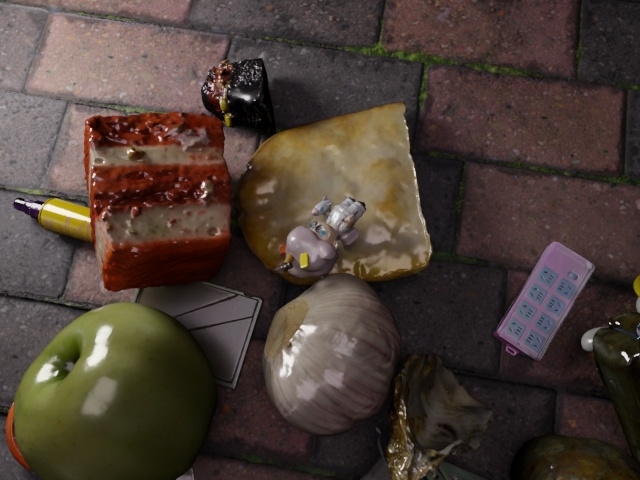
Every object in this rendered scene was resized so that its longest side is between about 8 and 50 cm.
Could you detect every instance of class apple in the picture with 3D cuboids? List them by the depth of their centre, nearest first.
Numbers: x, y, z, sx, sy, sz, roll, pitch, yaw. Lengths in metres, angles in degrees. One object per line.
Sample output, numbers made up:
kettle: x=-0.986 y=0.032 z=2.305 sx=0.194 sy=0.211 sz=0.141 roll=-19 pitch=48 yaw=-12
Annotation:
apple: x=-0.373 y=0.300 z=1.029 sx=0.356 sy=0.357 sz=0.358 roll=0 pitch=76 yaw=1

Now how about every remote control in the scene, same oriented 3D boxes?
remote control: x=0.286 y=0.480 z=1.034 sx=0.233 sy=0.098 sz=0.038 roll=34 pitch=102 yaw=-33

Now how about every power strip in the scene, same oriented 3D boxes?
power strip: x=0.495 y=0.133 z=1.201 sx=0.109 sy=0.037 sz=0.279 roll=34 pitch=79 yaw=10

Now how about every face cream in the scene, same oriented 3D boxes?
face cream: x=-0.579 y=-0.048 z=1.255 sx=0.273 sy=0.078 sz=0.078 roll=16 pitch=77 yaw=6

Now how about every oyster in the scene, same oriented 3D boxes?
oyster: x=0.197 y=0.317 z=1.016 sx=0.111 sy=0.396 sz=0.204 roll=-41 pitch=75 yaw=30

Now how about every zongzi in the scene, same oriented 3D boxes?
zongzi: x=0.758 y=0.252 z=1.039 sx=0.431 sy=0.208 sz=0.404 roll=-29 pitch=102 yaw=-8

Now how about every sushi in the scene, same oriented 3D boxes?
sushi: x=-0.199 y=-0.344 z=1.284 sx=0.150 sy=0.153 sz=0.172 roll=-10 pitch=67 yaw=3

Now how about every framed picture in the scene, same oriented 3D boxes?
framed picture: x=-0.294 y=0.188 z=1.218 sx=0.289 sy=0.020 sz=0.212 roll=15 pitch=77 yaw=6

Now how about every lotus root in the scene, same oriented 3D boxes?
lotus root: x=0.483 y=0.476 z=0.968 sx=0.250 sy=0.346 sz=0.251 roll=-2 pitch=78 yaw=8

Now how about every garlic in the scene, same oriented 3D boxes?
garlic: x=0.022 y=0.234 z=1.051 sx=0.259 sy=0.317 sz=0.318 roll=25 pitch=76 yaw=-21

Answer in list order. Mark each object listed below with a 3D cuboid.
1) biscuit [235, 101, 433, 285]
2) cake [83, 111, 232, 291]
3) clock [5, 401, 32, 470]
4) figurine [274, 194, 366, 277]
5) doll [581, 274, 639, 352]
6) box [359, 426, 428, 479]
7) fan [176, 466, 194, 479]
biscuit: x=0.030 y=-0.090 z=1.225 sx=0.445 sy=0.104 sz=0.430 roll=-13 pitch=67 yaw=0
cake: x=-0.333 y=-0.078 z=1.125 sx=0.269 sy=0.270 sz=0.320 roll=-7 pitch=74 yaw=-25
clock: x=-0.565 y=0.390 z=1.159 sx=0.205 sy=0.051 sz=0.206 roll=0 pitch=76 yaw=0
figurine: x=0.000 y=0.000 z=1.082 sx=0.229 sy=0.112 sz=0.137 roll=-45 pitch=41 yaw=-15
doll: x=0.698 y=0.150 z=1.133 sx=0.310 sy=0.243 sz=0.160 roll=-6 pitch=42 yaw=1
box: x=0.144 y=0.531 z=0.995 sx=0.262 sy=0.291 sz=0.206 roll=39 pitch=98 yaw=-2
fan: x=-0.293 y=0.520 z=1.141 sx=0.219 sy=0.009 sz=0.132 roll=9 pitch=77 yaw=4
